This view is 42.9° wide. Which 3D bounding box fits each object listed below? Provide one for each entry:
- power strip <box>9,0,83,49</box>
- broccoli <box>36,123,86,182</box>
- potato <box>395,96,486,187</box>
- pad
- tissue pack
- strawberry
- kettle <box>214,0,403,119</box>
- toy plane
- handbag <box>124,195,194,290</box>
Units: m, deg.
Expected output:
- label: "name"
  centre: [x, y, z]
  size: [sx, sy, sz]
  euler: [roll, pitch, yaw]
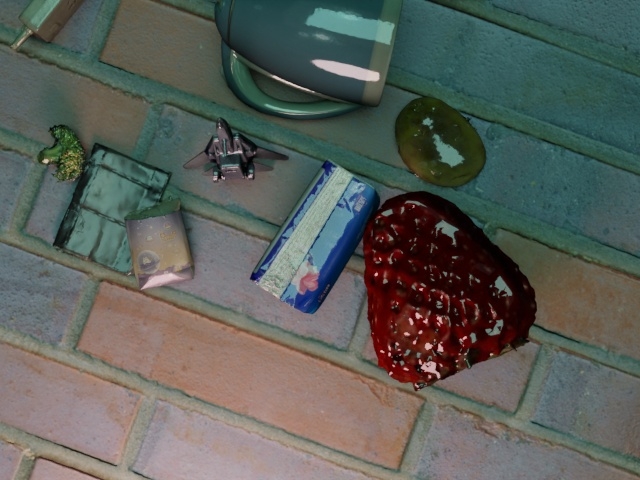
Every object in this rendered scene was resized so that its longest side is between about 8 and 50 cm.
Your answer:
- label: "power strip"
  centre: [-0.513, -0.485, 1.613]
  size: [0.053, 0.093, 0.288]
  euler: [38, 89, -2]
- label: "broccoli"
  centre: [-0.512, -0.174, 1.612]
  size: [0.092, 0.095, 0.097]
  euler: [-9, 123, -33]
- label: "potato"
  centre: [0.242, -0.199, 1.615]
  size: [0.164, 0.081, 0.200]
  euler: [-45, 91, -2]
- label: "pad"
  centre: [-0.418, -0.060, 1.640]
  size: [0.174, 0.022, 0.233]
  euler: [22, 88, 0]
- label: "tissue pack"
  centre: [0.000, 0.000, 1.543]
  size: [0.137, 0.209, 0.270]
  euler: [33, 88, 10]
- label: "strawberry"
  centre: [0.210, 0.079, 1.515]
  size: [0.317, 0.295, 0.345]
  euler: [-27, 82, 24]
- label: "kettle"
  centre: [-0.036, -0.372, 1.552]
  size: [0.342, 0.247, 0.319]
  euler: [11, 122, 0]
- label: "toy plane"
  centre: [-0.168, -0.163, 1.521]
  size: [0.212, 0.267, 0.088]
  euler: [-5, 83, -1]
- label: "handbag"
  centre: [-0.317, 0.002, 1.600]
  size: [0.117, 0.095, 0.173]
  euler: [-11, 104, -12]
